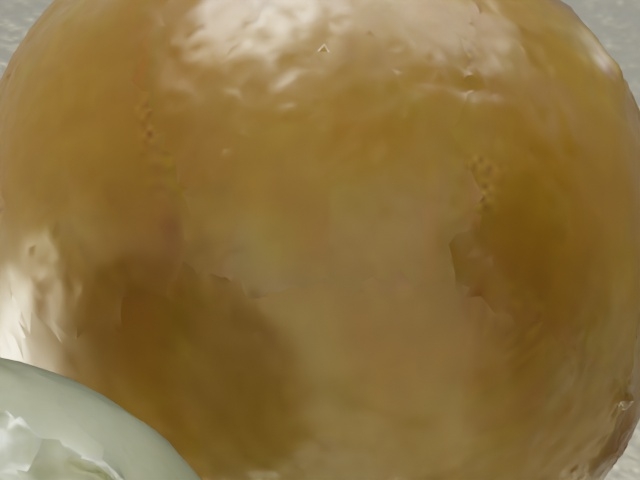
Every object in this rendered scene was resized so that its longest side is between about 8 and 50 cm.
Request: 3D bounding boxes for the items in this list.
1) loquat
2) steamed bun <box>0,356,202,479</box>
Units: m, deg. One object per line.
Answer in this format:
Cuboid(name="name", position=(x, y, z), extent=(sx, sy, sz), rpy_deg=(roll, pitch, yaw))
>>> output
Cuboid(name="loquat", position=(0.000, 0.000, 0.692), extent=(0.328, 0.328, 0.328), rpy_deg=(-4, -81, -23))
Cuboid(name="steamed bun", position=(-0.173, 0.199, 0.470), extent=(0.334, 0.233, 0.312), rpy_deg=(-13, -46, 10))
